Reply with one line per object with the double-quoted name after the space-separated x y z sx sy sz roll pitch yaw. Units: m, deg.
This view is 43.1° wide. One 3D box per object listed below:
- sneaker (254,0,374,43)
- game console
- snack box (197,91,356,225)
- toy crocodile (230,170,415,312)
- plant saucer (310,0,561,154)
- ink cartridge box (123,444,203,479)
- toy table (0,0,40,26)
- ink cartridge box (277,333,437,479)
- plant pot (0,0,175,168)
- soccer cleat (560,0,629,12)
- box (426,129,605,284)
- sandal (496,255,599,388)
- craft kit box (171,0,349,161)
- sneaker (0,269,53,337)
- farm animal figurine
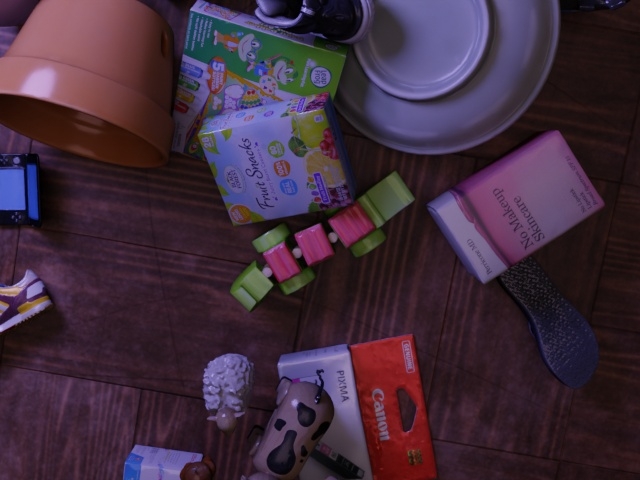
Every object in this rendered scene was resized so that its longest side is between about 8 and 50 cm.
-0.051 -0.380 1.219 0.268 0.153 0.101 38 119 38 "sneaker"
-0.508 -0.084 1.347 0.107 0.071 0.122 0 96 0 "game console"
-0.064 -0.125 1.275 0.207 0.070 0.174 -9 122 16 "snack box"
0.000 0.000 1.341 0.340 0.105 0.115 -30 96 3 "toy crocodile"
0.160 -0.326 1.247 0.400 0.100 0.401 4 103 18 "plant saucer"
-0.269 0.396 1.391 0.122 0.088 0.052 7 95 -1 "ink cartridge box"
-0.439 -0.453 1.234 0.274 0.252 0.161 -19 94 32 "toy table"
0.067 0.316 1.400 0.238 0.060 0.275 -10 96 2 "ink cartridge box"
-0.348 -0.255 1.239 0.290 0.291 0.204 14 80 -2 "plant pot"
0.346 -0.420 1.305 0.331 0.143 0.116 4 129 19 "soccer cleat"
0.313 -0.057 1.325 0.232 0.127 0.149 -34 96 3 "box"
0.392 0.131 1.390 0.097 0.054 0.254 -28 86 -4 "sandal"
-0.105 -0.224 1.290 0.246 0.061 0.250 14 124 -4 "craft kit box"
-0.551 0.120 1.377 0.185 0.069 0.084 -27 87 -3 "sneaker"
-0.050 0.366 1.279 0.330 0.172 0.327 13 92 -8 "farm animal figurine"
